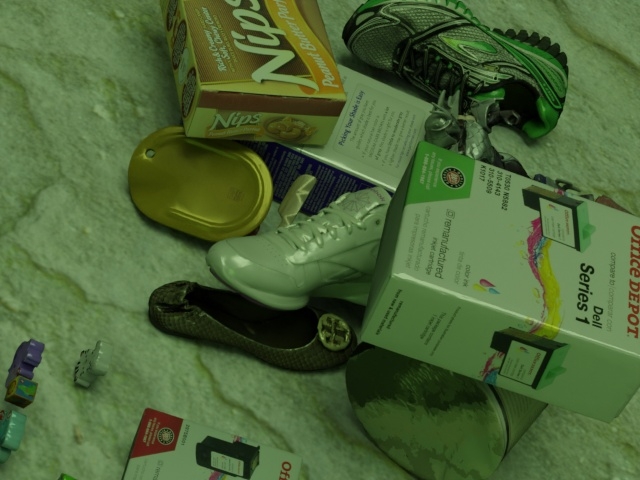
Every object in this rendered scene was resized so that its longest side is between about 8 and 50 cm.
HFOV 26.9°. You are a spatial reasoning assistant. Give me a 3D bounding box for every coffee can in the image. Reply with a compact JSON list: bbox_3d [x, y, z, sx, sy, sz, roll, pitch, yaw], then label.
[{"bbox_3d":[0.188,0.118,1.524,0.201,0.201,0.275,39,48,12],"label":"coffee can"}]

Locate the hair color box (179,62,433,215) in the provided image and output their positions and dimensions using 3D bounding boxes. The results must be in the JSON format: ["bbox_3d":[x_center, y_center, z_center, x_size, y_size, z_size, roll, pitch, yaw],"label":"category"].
[{"bbox_3d":[0.000,-0.134,1.727,0.339,0.110,0.185,24,47,-3],"label":"hair color box"}]

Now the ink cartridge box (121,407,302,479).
[{"bbox_3d":[-0.116,0.261,1.366,0.175,0.072,0.127,18,47,-7],"label":"ink cartridge box"}]

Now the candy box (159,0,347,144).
[{"bbox_3d":[-0.095,-0.265,1.667,0.183,0.087,0.316,2,52,-21],"label":"candy box"}]

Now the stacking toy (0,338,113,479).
[{"bbox_3d":[-0.311,0.163,1.355,0.167,0.052,0.221,30,49,-27],"label":"stacking toy"}]

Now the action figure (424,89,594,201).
[{"bbox_3d":[0.223,-0.085,1.685,0.285,0.099,0.185,38,52,-34],"label":"action figure"}]

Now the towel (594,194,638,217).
[{"bbox_3d":[0.468,0.094,1.775,0.329,0.037,0.237,35,45,6],"label":"towel"}]

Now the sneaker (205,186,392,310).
[{"bbox_3d":[0.000,0.000,1.548,0.305,0.152,0.114,0,29,-42],"label":"sneaker"}]

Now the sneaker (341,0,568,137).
[{"bbox_3d":[0.195,-0.248,1.885,0.344,0.134,0.146,15,48,-10],"label":"sneaker"}]

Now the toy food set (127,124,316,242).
[{"bbox_3d":[-0.127,-0.056,1.641,0.218,0.071,0.128,22,78,3],"label":"toy food set"}]

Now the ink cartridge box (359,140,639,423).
[{"bbox_3d":[0.200,0.041,1.376,0.278,0.117,0.201,19,47,-4],"label":"ink cartridge box"}]

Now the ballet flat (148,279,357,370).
[{"bbox_3d":[-0.073,0.091,1.538,0.250,0.058,0.084,14,48,-11],"label":"ballet flat"}]
